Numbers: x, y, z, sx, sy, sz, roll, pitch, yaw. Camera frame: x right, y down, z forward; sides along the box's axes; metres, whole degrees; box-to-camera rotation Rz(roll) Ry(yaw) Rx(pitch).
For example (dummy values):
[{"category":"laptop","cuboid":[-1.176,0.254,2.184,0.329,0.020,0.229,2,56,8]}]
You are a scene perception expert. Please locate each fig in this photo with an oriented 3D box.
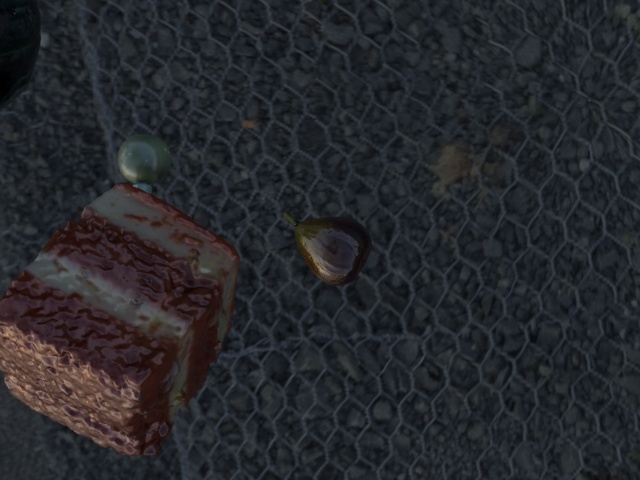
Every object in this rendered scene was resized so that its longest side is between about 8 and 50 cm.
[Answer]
[{"category":"fig","cuboid":[0.000,0.000,1.122,0.125,0.089,0.088,27,105,13]}]

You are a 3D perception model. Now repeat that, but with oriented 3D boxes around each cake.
[{"category":"cake","cuboid":[-0.292,0.117,1.377,0.270,0.319,0.269,27,144,8]}]

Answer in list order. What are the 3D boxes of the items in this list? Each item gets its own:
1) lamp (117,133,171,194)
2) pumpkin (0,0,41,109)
[{"category":"lamp","cuboid":[-0.300,-0.097,1.530,0.091,0.091,0.163,-4,72,17]},{"category":"pumpkin","cuboid":[-0.497,-0.304,1.184,0.315,0.238,0.315,13,118,25]}]
